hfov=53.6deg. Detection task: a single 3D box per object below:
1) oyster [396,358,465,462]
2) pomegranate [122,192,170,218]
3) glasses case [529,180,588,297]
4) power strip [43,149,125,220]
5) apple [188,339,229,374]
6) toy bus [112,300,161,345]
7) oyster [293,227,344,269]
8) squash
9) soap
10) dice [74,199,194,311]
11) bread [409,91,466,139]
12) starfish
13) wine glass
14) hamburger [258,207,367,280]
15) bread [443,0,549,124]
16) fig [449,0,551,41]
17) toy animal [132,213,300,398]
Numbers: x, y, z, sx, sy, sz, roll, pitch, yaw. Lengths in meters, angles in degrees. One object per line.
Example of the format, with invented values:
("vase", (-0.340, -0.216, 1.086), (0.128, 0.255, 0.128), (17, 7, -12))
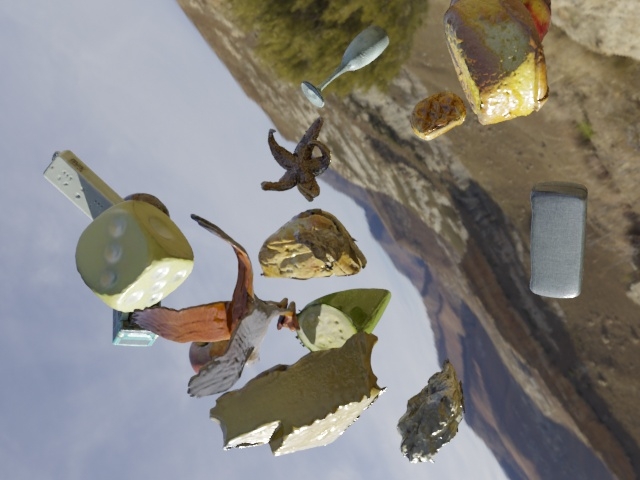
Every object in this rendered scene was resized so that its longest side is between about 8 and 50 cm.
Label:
("oyster", (0.221, 0.355, 1.279), (0.072, 0.209, 0.133), (26, -157, -49))
("pomegranate", (-0.605, -0.065, 2.046), (0.248, 0.214, 0.214), (43, -162, -58))
("glasses case", (0.596, 0.003, 1.591), (0.074, 0.131, 0.323), (-58, -35, -48))
("power strip", (-0.630, -0.117, 1.782), (0.338, 0.098, 0.058), (44, -153, -11))
("apple", (-0.377, 0.416, 2.290), (0.174, 0.188, 0.188), (58, -173, -35))
("toy bus", (-0.529, 0.166, 1.818), (0.128, 0.147, 0.256), (8, -125, -29))
("oyster", (0.002, 0.001, 1.600), (0.129, 0.078, 0.345), (31, -172, 3))
("squash", (0.063, 0.174, 1.645), (0.189, 0.189, 0.260), (58, -145, -13))
("soap", (-0.055, 0.340, 1.402), (0.338, 0.304, 0.169), (-59, 41, 45))
("dice", (-0.377, 0.032, 1.292), (0.166, 0.169, 0.169), (51, -171, 17))
("bread", (0.228, -0.246, 1.241), (0.083, 0.111, 0.044), (68, -169, 20))
("starfish", (-0.050, -0.179, 1.347), (0.146, 0.189, 0.074), (20, 174, -1))
("wine glass", (0.096, -0.564, 1.897), (0.096, 0.309, 0.264), (46, 166, 0))
("hamburger", (-0.028, 0.000, 1.946), (0.162, 0.330, 0.209), (-64, -30, -63))
("bread", (0.325, -0.343, 1.182), (0.268, 0.146, 0.268), (-19, -90, -80))
("fig", (0.394, -0.501, 1.388), (0.263, 0.224, 0.224), (86, 160, -61))
("toy animal", (-0.156, 0.105, 1.173), (0.302, 0.284, 0.225), (10, -163, -45))
